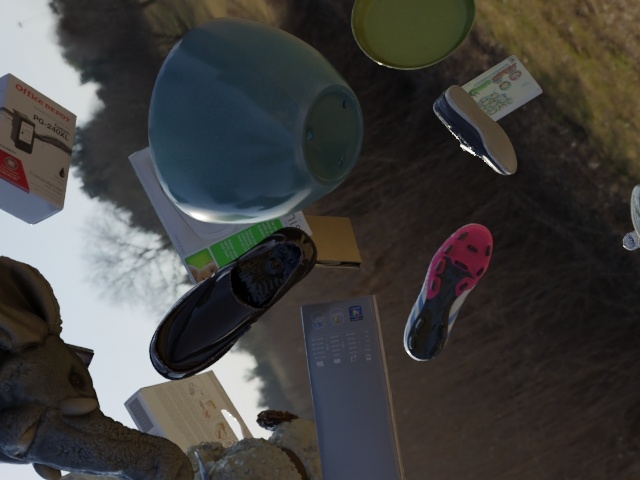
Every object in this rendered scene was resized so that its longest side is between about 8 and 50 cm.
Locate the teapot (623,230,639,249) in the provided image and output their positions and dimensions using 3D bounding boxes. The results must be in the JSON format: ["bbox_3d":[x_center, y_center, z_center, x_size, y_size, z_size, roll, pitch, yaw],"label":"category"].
[{"bbox_3d":[0.718,-0.063,1.582,0.253,0.256,0.187,20,-178,24],"label":"teapot"}]

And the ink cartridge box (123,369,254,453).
[{"bbox_3d":[-0.263,0.444,1.938,0.296,0.066,0.261,55,-156,16],"label":"ink cartridge box"}]

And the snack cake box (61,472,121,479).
[{"bbox_3d":[-0.330,0.408,1.229,0.152,0.264,0.089,37,125,29],"label":"snack cake box"}]

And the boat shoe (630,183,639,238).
[{"bbox_3d":[0.588,-0.011,1.291,0.320,0.103,0.118,-142,46,-61],"label":"boat shoe"}]

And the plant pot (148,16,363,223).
[{"bbox_3d":[-0.058,-0.152,1.185,0.195,0.290,0.290,12,138,36],"label":"plant pot"}]

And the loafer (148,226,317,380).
[{"bbox_3d":[-0.098,0.061,0.929,0.080,0.220,0.078,46,176,3],"label":"loafer"}]

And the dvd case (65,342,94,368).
[{"bbox_3d":[-0.495,0.261,1.454,0.165,0.221,0.018,20,-170,-30],"label":"dvd case"}]

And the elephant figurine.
[{"bbox_3d":[-0.229,0.094,0.580,0.239,0.169,0.186,16,-121,-49],"label":"elephant figurine"}]

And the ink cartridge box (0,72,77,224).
[{"bbox_3d":[-0.366,-0.112,1.066,0.109,0.063,0.150,34,-136,-45],"label":"ink cartridge box"}]

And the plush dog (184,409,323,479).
[{"bbox_3d":[-0.062,0.360,1.329,0.262,0.225,0.210,48,142,18],"label":"plush dog"}]

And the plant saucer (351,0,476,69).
[{"bbox_3d":[0.181,-0.431,1.693,0.241,0.241,0.037,63,-177,23],"label":"plant saucer"}]

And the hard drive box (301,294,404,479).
[{"bbox_3d":[0.044,0.201,1.042,0.181,0.089,0.232,70,-169,-70],"label":"hard drive box"}]

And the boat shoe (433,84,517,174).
[{"bbox_3d":[0.296,-0.203,1.672,0.206,0.075,0.065,49,139,-8],"label":"boat shoe"}]

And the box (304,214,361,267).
[{"bbox_3d":[0.000,0.000,1.997,0.201,0.165,0.021,-102,17,-59],"label":"box"}]

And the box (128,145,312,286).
[{"bbox_3d":[-0.174,-0.084,1.546,0.127,0.231,0.262,-125,11,-78],"label":"box"}]

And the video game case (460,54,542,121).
[{"bbox_3d":[0.371,-0.313,1.846,0.019,0.157,0.143,49,-165,-41],"label":"video game case"}]

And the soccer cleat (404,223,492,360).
[{"bbox_3d":[0.271,0.107,1.938,0.116,0.331,0.143,25,-173,-4],"label":"soccer cleat"}]
